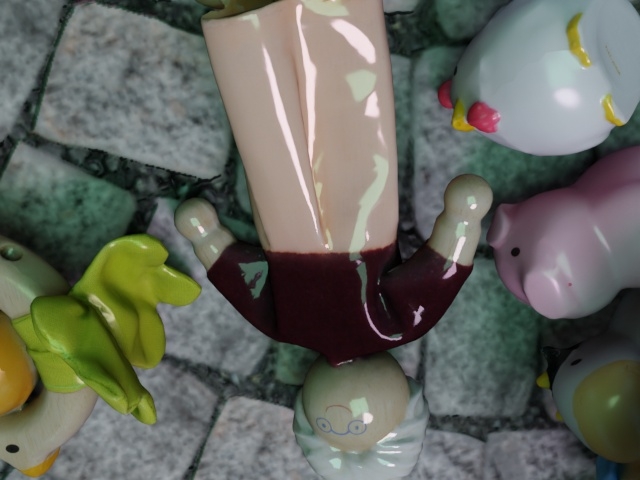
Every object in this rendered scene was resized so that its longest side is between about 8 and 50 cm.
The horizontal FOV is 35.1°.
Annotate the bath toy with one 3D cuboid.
[{"bbox_3d":[0.171,0.013,0.634,0.129,0.151,0.348,-8,115,45],"label":"bath toy"}]

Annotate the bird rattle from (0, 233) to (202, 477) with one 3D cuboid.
[{"bbox_3d":[-0.215,0.050,0.622,0.254,0.143,0.207,25,120,-7],"label":"bird rattle"}]

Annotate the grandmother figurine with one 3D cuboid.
[{"bbox_3d":[0.000,0.000,0.615,0.208,0.104,0.342,4,116,36],"label":"grandmother figurine"}]
